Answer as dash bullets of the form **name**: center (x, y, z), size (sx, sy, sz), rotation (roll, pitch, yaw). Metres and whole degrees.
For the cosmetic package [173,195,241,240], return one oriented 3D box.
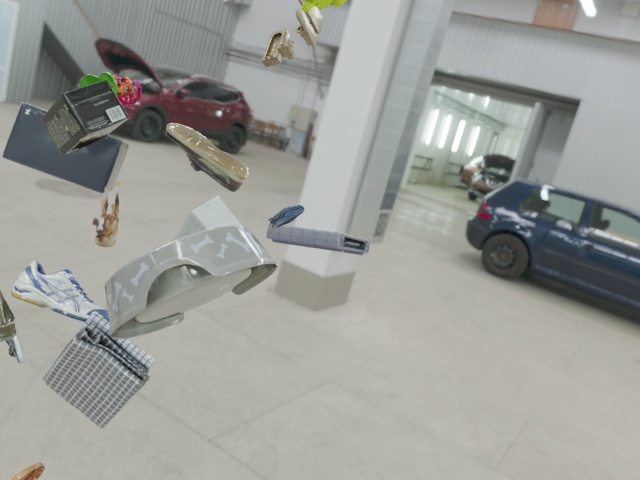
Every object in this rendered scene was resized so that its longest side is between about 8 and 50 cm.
- **cosmetic package**: center (-0.388, 0.003, 2.165), size (0.225, 0.224, 0.138), rotation (49, 49, 2)

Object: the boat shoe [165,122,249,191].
- **boat shoe**: center (-0.353, -0.247, 1.803), size (0.285, 0.092, 0.103), rotation (33, 28, -5)

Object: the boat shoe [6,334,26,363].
- **boat shoe**: center (-0.980, 0.352, 1.914), size (0.040, 0.049, 0.142), rotation (-26, 40, -22)

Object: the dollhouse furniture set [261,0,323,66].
- **dollhouse furniture set**: center (-0.097, -0.572, 1.590), size (0.151, 0.144, 0.123), rotation (-5, -35, 29)

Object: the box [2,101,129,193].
- **box**: center (-0.776, -0.279, 1.851), size (0.296, 0.183, 0.294), rotation (21, 0, -15)

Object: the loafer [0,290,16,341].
- **loafer**: center (-0.688, 0.108, 1.186), size (0.251, 0.088, 0.094), rotation (37, 28, 25)

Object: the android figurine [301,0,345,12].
- **android figurine**: center (0.045, -0.599, 1.258), size (0.056, 0.273, 0.248), rotation (37, -14, 10)

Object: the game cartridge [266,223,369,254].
- **game cartridge**: center (0.000, 0.000, 1.829), size (0.230, 0.068, 0.355), rotation (4, -2, 19)

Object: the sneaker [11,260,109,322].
- **sneaker**: center (-0.738, 0.151, 1.732), size (0.296, 0.131, 0.112), rotation (22, -16, -4)

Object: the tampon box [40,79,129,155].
- **tampon box**: center (-0.553, -0.286, 1.396), size (0.161, 0.102, 0.120), rotation (-17, 15, 47)

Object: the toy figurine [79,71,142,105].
- **toy figurine**: center (-0.587, -0.441, 1.742), size (0.173, 0.130, 0.159), rotation (-27, 5, 38)

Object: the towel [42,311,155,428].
- **towel**: center (-0.614, 0.368, 1.641), size (0.235, 0.284, 0.121), rotation (41, 32, -4)

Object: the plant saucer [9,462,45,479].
- **plant saucer**: center (-0.501, 0.404, 0.996), size (0.013, 0.083, 0.083), rotation (41, 18, 12)

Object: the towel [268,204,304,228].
- **towel**: center (-0.085, -0.063, 1.496), size (0.067, 0.029, 0.119), rotation (-20, -4, -22)

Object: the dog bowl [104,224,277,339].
- **dog bowl**: center (-0.264, 0.080, 1.194), size (0.348, 0.102, 0.349), rotation (-25, -9, -4)

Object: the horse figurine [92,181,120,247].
- **horse figurine**: center (-0.593, -0.047, 1.653), size (0.066, 0.175, 0.263), rotation (7, -20, -24)
